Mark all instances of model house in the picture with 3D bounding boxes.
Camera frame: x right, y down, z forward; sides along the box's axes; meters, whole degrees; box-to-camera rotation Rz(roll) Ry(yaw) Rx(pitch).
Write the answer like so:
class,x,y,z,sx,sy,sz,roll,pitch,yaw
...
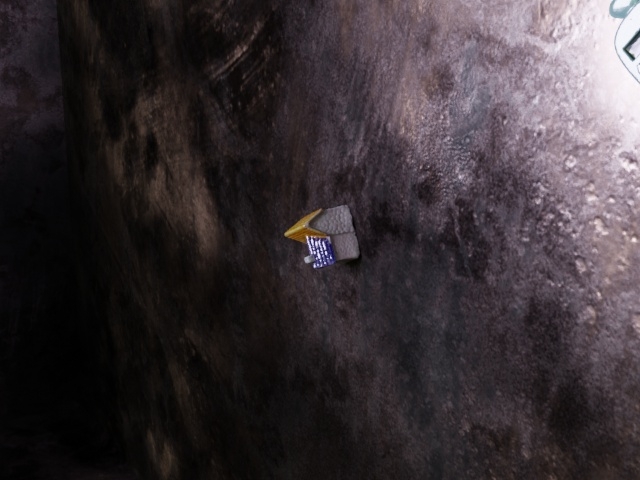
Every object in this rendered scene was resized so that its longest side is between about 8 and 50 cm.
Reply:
class,x,y,z,sx,sy,sz,roll,pitch,yaw
model house,0.000,0.000,1.519,0.087,0.100,0.101,-21,83,58

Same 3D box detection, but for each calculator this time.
class,x,y,z,sx,sy,sz,roll,pitch,yaw
calculator,0.364,-0.210,0.933,0.153,0.021,0.095,62,145,23
